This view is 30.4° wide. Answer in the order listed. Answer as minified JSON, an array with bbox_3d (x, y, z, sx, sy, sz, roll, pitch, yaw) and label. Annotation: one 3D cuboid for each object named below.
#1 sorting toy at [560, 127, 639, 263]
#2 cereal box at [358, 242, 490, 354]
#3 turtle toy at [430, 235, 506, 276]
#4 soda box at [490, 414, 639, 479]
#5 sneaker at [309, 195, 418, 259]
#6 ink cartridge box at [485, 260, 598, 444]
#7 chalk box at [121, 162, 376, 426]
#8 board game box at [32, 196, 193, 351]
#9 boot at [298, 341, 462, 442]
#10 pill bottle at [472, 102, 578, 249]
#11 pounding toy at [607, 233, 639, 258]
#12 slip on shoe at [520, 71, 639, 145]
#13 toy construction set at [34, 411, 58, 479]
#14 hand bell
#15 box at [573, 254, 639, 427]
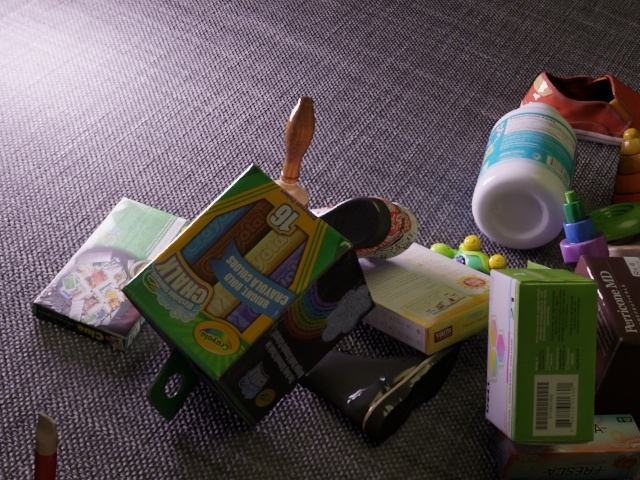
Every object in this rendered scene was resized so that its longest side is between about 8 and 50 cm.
[{"bbox_3d":[0.448,-0.080,1.806,0.127,0.126,0.365,-8,14,37],"label":"sorting toy"},{"bbox_3d":[0.124,0.069,1.607,0.173,0.047,0.240,-19,29,-34],"label":"cereal box"},{"bbox_3d":[0.211,0.044,1.693,0.066,0.095,0.130,-39,58,-20],"label":"turtle toy"},{"bbox_3d":[0.310,0.260,1.475,0.183,0.058,0.063,2,40,-15],"label":"soda box"},{"bbox_3d":[0.001,0.001,1.624,0.270,0.090,0.145,-13,-10,29],"label":"sneaker"},{"bbox_3d":[0.248,0.127,1.440,0.097,0.189,0.255,0,5,-8],"label":"ink cartridge box"},{"bbox_3d":[-0.104,0.091,1.427,0.289,0.180,0.179,-43,62,-11],"label":"chalk box"},{"bbox_3d":[-0.267,0.040,1.603,0.136,0.030,0.260,19,39,10],"label":"board game box"},{"bbox_3d":[0.080,0.160,1.525,0.137,0.077,0.198,30,41,27],"label":"boot"},{"bbox_3d":[0.329,-0.115,1.862,0.146,0.146,0.264,17,39,5],"label":"pill bottle"},{"bbox_3d":[0.518,0.019,1.791,0.206,0.094,0.181,-26,15,-38],"label":"pounding toy"},{"bbox_3d":[0.523,-0.239,2.103,0.331,0.101,0.123,5,38,-12],"label":"slip on shoe"},{"bbox_3d":[-0.224,0.289,1.149,0.257,0.237,0.309,-17,47,-31],"label":"toy construction set"},{"bbox_3d":[-0.042,-0.097,1.660,0.126,0.242,0.126,8,40,-7],"label":"hand bell"},{"bbox_3d":[0.440,0.136,1.573,0.203,0.167,0.168,3,40,-12],"label":"box"}]
